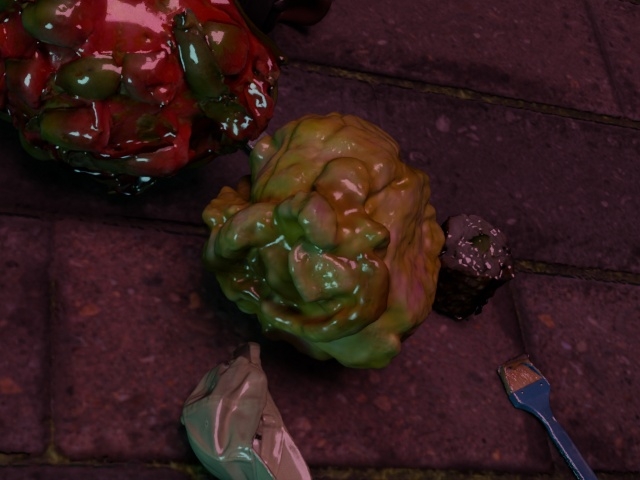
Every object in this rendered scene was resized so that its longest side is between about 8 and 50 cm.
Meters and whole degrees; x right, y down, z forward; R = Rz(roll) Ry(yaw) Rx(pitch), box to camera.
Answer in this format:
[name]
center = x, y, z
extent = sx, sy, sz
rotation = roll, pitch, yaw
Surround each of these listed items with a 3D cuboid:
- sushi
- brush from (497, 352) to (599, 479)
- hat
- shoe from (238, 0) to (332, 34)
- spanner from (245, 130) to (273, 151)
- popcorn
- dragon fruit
[sushi]
center = 0.144, 0.024, 1.175
extent = 0.098, 0.084, 0.094
rotation = 21, 48, -15
[brush]
center = 0.239, 0.191, 1.150
extent = 0.051, 0.014, 0.164
rotation = -20, 69, -34
[hat]
center = -0.059, 0.180, 0.984
extent = 0.166, 0.081, 0.122
rotation = 60, 13, 2
[shoe]
center = -0.102, -0.284, 1.261
extent = 0.291, 0.114, 0.137
rotation = -11, 68, -36
[spanner]
center = -0.128, -0.165, 1.218
extent = 0.302, 0.017, 0.071
rotation = 45, 51, 9
[popcorn]
center = 0.000, 0.000, 1.038
extent = 0.259, 0.212, 0.259
rotation = 7, 82, -57
[dragon fruit]
center = -0.185, -0.177, 1.059
extent = 0.302, 0.231, 0.237
rotation = 27, 44, -5
